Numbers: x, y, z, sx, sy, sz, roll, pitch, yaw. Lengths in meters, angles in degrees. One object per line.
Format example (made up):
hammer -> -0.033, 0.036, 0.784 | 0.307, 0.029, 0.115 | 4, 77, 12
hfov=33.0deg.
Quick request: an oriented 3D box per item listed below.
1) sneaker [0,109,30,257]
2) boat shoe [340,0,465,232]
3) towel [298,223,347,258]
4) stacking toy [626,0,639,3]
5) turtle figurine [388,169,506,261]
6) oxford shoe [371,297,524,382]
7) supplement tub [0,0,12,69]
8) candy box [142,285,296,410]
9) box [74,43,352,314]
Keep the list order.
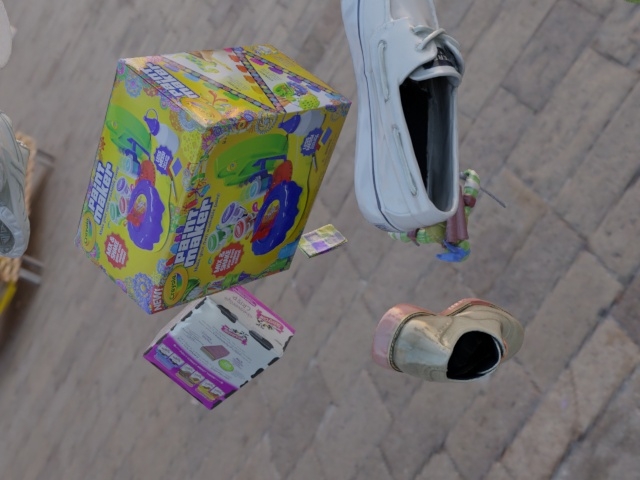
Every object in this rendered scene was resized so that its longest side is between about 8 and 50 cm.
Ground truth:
sneaker -> -0.416, -0.076, 1.426 | 0.232, 0.090, 0.115 | 96, -169, -46
boat shoe -> 0.077, -0.142, 0.912 | 0.088, 0.096, 0.267 | -6, 79, 49
towel -> 0.000, 0.000, 1.940 | 0.060, 0.083, 0.009 | 51, 151, 38
stacking toy -> 0.668, -0.577, 2.039 | 0.309, 0.130, 0.279 | 36, 108, 37
turtle figurine -> 0.217, -0.092, 2.186 | 0.198, 0.266, 0.274 | -18, 19, 29
oxford shoe -> 0.247, 0.182, 1.766 | 0.147, 0.397, 0.140 | 21, 103, 36
supplement tub -> -0.670, -0.302, 1.661 | 0.325, 0.235, 0.235 | -17, 41, 17
candy box -> -0.173, 0.173, 1.815 | 0.233, 0.159, 0.071 | -39, 14, 43
box -> -0.149, -0.092, 1.469 | 0.177, 0.279, 0.290 | 39, 125, 28
